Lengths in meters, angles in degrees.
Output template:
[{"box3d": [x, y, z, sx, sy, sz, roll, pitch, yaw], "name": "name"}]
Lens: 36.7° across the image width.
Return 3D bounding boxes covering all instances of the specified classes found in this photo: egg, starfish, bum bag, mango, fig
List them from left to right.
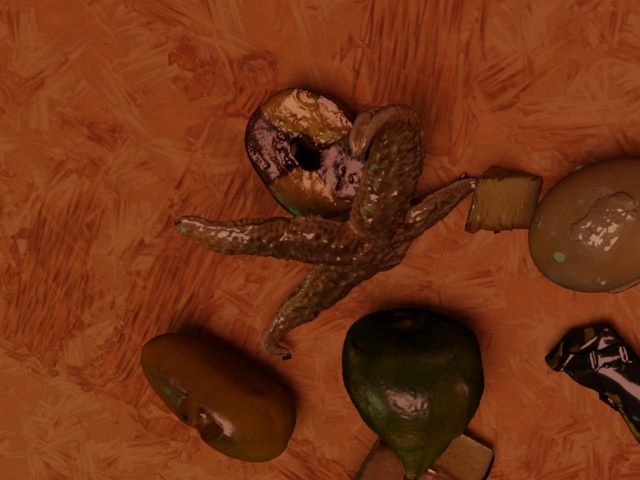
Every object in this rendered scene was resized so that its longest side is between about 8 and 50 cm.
[{"box3d": [-0.156, 0.234, 1.461, 0.262, 0.167, 0.130, 36, 102, 6], "name": "mango"}, {"box3d": [0.000, 0.000, 1.281, 0.432, 0.082, 0.324, -34, 141, 24], "name": "starfish"}, {"box3d": [0.132, 0.224, 1.341, 0.203, 0.203, 0.235, 4, 115, 17], "name": "fig"}, {"box3d": [0.356, -0.018, 1.194, 0.201, 0.164, 0.164, -33, 97, 21], "name": "egg"}, {"box3d": [0.420, 0.207, 1.309, 0.232, 0.060, 0.107, 41, 125, 3], "name": "bum bag"}]

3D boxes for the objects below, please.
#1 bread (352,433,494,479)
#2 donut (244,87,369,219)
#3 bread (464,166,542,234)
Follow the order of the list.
[{"box3d": [0.129, 0.384, 1.483, 0.167, 0.163, 0.264, 31, 150, 3], "name": "bread"}, {"box3d": [-0.011, -0.123, 1.320, 0.184, 0.073, 0.166, 44, 118, -3], "name": "donut"}, {"box3d": [0.239, -0.050, 1.250, 0.080, 0.109, 0.084, 15, 109, 16], "name": "bread"}]
